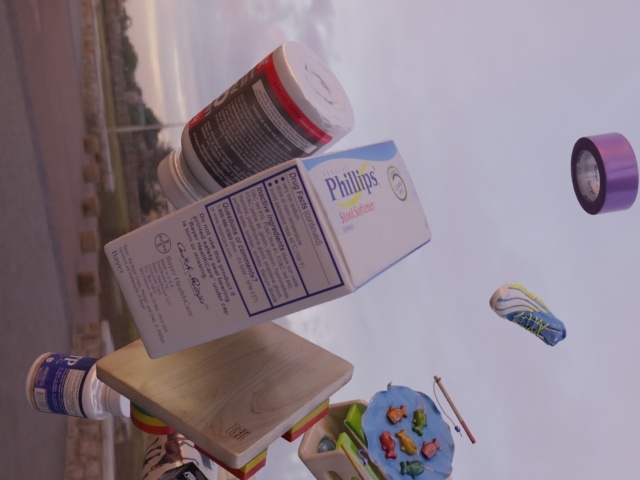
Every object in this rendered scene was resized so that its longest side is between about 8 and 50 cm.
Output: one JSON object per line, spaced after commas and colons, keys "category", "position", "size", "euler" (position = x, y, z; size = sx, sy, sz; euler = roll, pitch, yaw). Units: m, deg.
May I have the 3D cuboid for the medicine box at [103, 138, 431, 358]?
{"category": "medicine box", "position": [-0.053, 0.003, 0.885], "size": [0.263, 0.289, 0.149], "euler": [-25, 94, -61]}

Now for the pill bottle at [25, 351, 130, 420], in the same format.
{"category": "pill bottle", "position": [-0.427, 0.269, 1.339], "size": [0.112, 0.187, 0.111], "euler": [5, 90, -76]}

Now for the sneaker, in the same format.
{"category": "sneaker", "position": [0.494, 0.174, 1.690], "size": [0.091, 0.240, 0.126], "euler": [-59, -138, 11]}

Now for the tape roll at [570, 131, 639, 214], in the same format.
{"category": "tape roll", "position": [0.669, -0.158, 1.736], "size": [0.189, 0.080, 0.188], "euler": [172, -90, -87]}

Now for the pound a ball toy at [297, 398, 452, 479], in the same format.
{"category": "pound a ball toy", "position": [0.102, 0.422, 1.340], "size": [0.319, 0.136, 0.208], "euler": [56, 34, -22]}

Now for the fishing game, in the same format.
{"category": "fishing game", "position": [0.153, 0.323, 1.215], "size": [0.041, 0.264, 0.189], "euler": [-43, -108, 47]}

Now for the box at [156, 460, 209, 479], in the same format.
{"category": "box", "position": [-0.177, 0.435, 1.153], "size": [0.184, 0.045, 0.191], "euler": [49, -31, 2]}

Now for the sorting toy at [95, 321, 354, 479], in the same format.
{"category": "sorting toy", "position": [-0.131, 0.208, 1.028], "size": [0.256, 0.257, 0.089], "euler": [24, -60, 28]}

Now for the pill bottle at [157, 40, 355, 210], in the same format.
{"category": "pill bottle", "position": [-0.115, -0.166, 1.210], "size": [0.319, 0.176, 0.176], "euler": [-34, -128, 25]}

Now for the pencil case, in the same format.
{"category": "pencil case", "position": [-0.303, 0.489, 1.526], "size": [0.184, 0.160, 0.410], "euler": [-36, -148, 23]}
